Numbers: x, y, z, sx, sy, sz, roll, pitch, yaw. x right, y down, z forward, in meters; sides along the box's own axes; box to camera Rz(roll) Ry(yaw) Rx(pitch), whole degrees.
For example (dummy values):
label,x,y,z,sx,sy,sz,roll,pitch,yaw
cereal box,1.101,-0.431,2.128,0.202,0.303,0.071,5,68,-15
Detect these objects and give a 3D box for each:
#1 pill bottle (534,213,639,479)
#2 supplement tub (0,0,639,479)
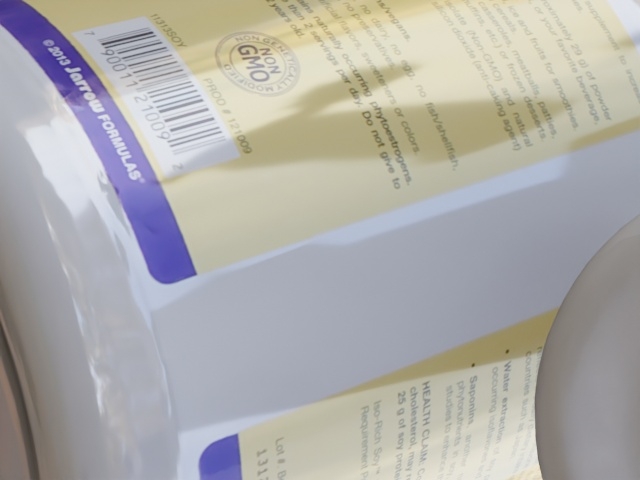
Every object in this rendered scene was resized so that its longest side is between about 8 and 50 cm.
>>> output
label,x,y,z,sx,sy,sz,roll,pitch,yaw
pill bottle,0.156,0.030,0.503,0.229,0.131,0.131,-20,120,-63
supplement tub,0.000,0.000,0.650,0.331,0.241,0.241,-18,119,-32
